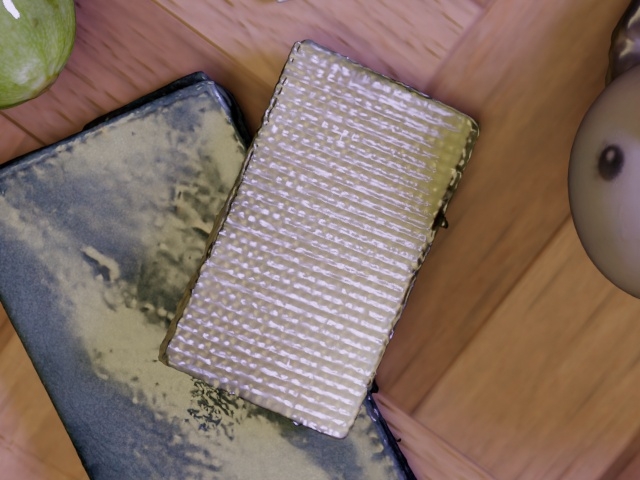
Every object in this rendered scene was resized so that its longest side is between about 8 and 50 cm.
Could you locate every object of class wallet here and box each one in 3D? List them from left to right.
[{"bbox_3d":[-0.061,0.102,1.138,0.190,0.046,0.379,-23,99,12],"label":"wallet"}]

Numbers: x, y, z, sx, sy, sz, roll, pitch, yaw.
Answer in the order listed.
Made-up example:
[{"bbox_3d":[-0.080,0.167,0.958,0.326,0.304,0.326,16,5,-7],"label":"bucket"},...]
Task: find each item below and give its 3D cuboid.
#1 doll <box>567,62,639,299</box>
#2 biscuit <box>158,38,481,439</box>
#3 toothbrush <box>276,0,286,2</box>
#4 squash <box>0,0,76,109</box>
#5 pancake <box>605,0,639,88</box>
[{"bbox_3d":[0.232,-0.001,0.954,0.221,0.221,0.251,-26,131,15],"label":"doll"},{"bbox_3d":[0.000,0.000,1.072,0.121,0.040,0.199,24,90,-9],"label":"biscuit"},{"bbox_3d":[0.068,-0.159,1.060,0.194,0.014,0.017,-10,104,12],"label":"toothbrush"},{"bbox_3d":[-0.275,-0.221,1.051,0.118,0.118,0.370,-43,91,17],"label":"squash"},{"bbox_3d":[0.291,-0.062,1.033,0.294,0.049,0.294,2,107,6],"label":"pancake"}]
